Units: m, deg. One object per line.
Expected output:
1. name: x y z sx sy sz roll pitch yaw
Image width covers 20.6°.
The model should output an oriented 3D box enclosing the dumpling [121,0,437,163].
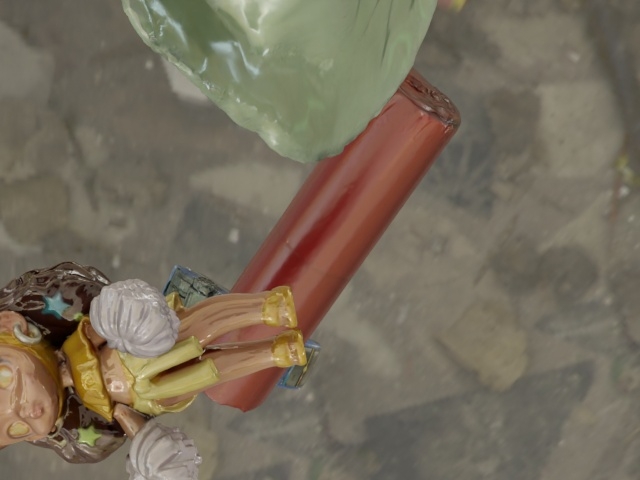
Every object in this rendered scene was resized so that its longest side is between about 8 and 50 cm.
1. dumpling: -0.015 -0.124 0.630 0.108 0.153 0.219 24 42 22

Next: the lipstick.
1. lipstick: 0.000 0.001 1.259 0.073 0.280 0.073 30 23 -14

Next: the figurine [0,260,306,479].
1. figurine: -0.131 0.079 1.106 0.240 0.175 0.116 -5 33 9

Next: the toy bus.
1. toy bus: -0.067 0.070 1.421 0.153 0.061 0.051 28 98 36
